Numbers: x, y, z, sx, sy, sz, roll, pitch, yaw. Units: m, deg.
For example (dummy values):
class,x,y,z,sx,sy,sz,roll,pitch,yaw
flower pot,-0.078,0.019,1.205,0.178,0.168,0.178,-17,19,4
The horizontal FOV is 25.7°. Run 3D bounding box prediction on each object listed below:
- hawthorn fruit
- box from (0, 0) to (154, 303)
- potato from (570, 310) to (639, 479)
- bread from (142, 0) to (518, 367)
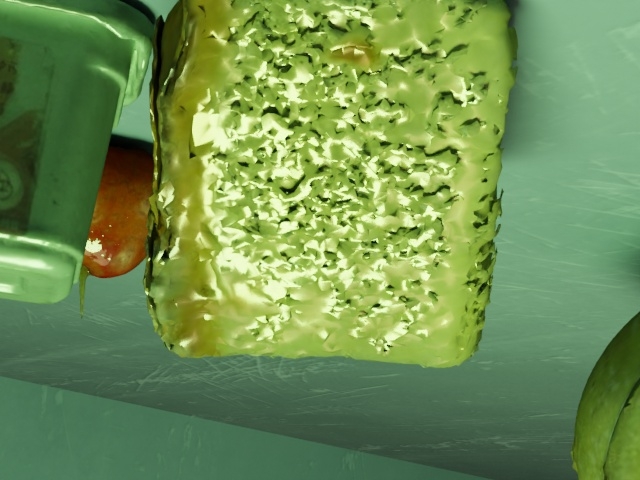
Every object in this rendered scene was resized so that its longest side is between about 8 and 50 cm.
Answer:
class,x,y,z,sx,sy,sz,roll,pitch,yaw
hawthorn fruit,-0.191,-0.025,1.177,0.125,0.140,0.125,26,146,19
box,-0.277,-0.072,0.910,0.312,0.182,0.175,9,165,-10
potato,0.439,0.212,1.254,0.442,0.385,0.319,35,-177,1
bread,0.007,-0.087,0.953,0.248,0.279,0.315,7,123,1
